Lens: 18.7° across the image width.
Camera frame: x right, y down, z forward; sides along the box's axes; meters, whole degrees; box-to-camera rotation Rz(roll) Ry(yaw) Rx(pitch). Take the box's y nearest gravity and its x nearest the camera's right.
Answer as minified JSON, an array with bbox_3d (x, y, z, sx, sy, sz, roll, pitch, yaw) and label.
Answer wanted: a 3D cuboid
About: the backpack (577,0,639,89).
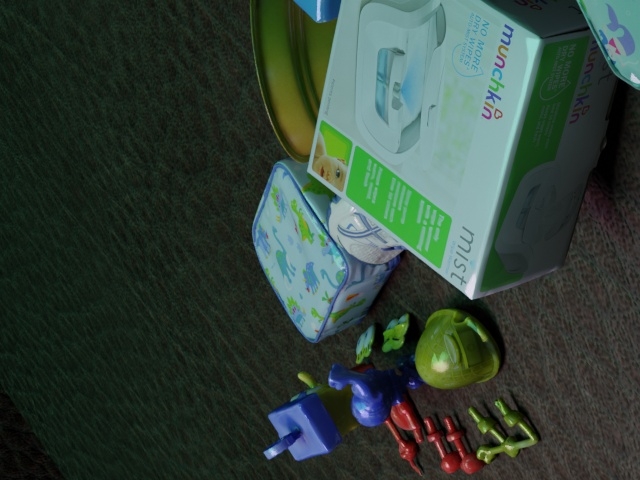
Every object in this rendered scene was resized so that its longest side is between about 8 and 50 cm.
[{"bbox_3d":[0.272,-0.205,1.319,0.225,0.191,0.253,64,162,4],"label":"backpack"}]

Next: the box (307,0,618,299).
[{"bbox_3d":[0.127,-0.124,1.685,0.231,0.127,0.262,41,132,35],"label":"box"}]

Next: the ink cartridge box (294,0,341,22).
[{"bbox_3d":[-0.010,-0.442,1.716,0.285,0.166,0.395,47,150,37],"label":"ink cartridge box"}]

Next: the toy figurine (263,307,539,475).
[{"bbox_3d":[0.049,0.206,2.128,0.191,0.217,0.362,67,158,0],"label":"toy figurine"}]

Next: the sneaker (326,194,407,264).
[{"bbox_3d":[0.094,-0.024,1.952,0.131,0.112,0.296,60,157,16],"label":"sneaker"}]

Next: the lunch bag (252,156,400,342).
[{"bbox_3d":[0.000,0.000,2.204,0.176,0.090,0.219,57,155,19],"label":"lunch bag"}]

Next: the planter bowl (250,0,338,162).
[{"bbox_3d":[0.010,-0.188,1.868,0.217,0.090,0.217,-7,-90,-74],"label":"planter bowl"}]
